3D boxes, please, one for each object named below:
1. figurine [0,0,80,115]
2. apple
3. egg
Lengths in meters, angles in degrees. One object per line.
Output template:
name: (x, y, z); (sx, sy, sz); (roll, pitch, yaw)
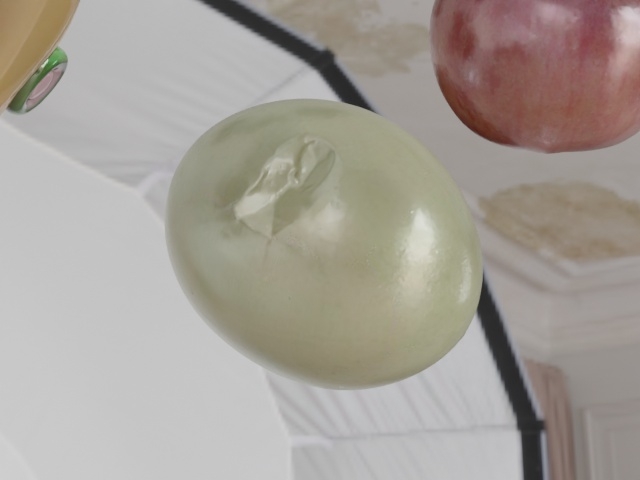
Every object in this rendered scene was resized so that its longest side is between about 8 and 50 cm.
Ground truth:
figurine: (-0.266, -0.102, 0.685); (0.124, 0.324, 0.222); (41, -10, -4)
apple: (0.143, -0.117, 0.691); (0.153, 0.153, 0.120); (3, -64, -6)
egg: (0.000, 0.000, 0.881); (0.269, 0.219, 0.219); (29, -14, 17)
